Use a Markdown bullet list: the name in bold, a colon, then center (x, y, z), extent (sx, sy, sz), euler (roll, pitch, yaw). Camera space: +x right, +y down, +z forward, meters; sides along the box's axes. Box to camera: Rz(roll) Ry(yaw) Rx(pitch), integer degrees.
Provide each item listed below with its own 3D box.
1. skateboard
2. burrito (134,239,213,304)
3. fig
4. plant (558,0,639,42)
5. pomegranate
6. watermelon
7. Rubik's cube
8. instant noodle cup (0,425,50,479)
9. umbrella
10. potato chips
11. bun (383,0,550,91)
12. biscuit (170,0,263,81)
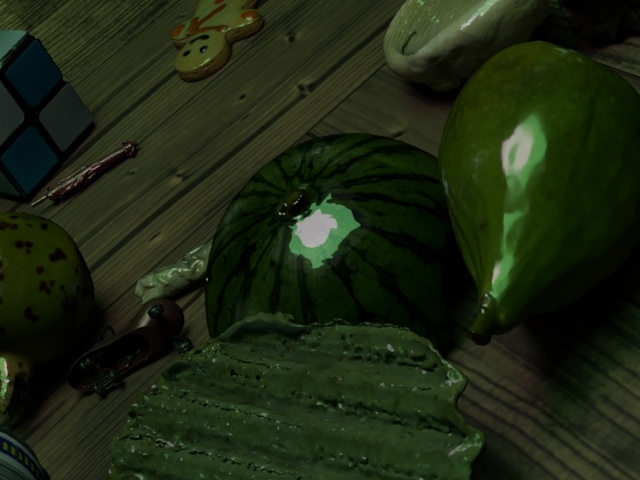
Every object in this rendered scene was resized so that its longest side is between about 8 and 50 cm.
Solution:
- **skateboard**: center (-0.223, 0.117, 1.732), extent (0.151, 0.067, 0.080), euler (-31, 27, 8)
- **burrito**: center (-0.137, 0.022, 1.788), extent (0.185, 0.041, 0.045), euler (-29, 38, 5)
- **fig**: center (0.193, -0.032, 1.474), extent (0.233, 0.233, 0.314), euler (21, 71, 47)
- **plant**: center (0.330, -0.333, 1.785), extent (0.129, 0.132, 0.194), euler (-17, 43, 15)
- **pomegranate**: center (-0.364, 0.089, 1.778), extent (0.198, 0.246, 0.198), euler (3, 6, 0)
- **watermelon**: center (0.000, 0.000, 1.603), extent (0.330, 0.189, 0.331), euler (-17, 36, 13)
- **Rubik's cube**: center (-0.457, -0.180, 2.134), extent (0.180, 0.183, 0.167), euler (14, 57, 41)
- **instant noodle cup**: center (-0.360, 0.331, 1.429), extent (0.284, 0.284, 0.312), euler (-26, 29, 8)
- **umbrella**: center (-0.318, -0.088, 2.059), extent (0.165, 0.025, 0.027), euler (-31, 17, -3)
- **potato chips**: center (-0.049, 0.233, 1.398), extent (0.429, 0.070, 0.358), euler (5, 66, 37)
- **bun**: center (0.187, -0.263, 1.822), extent (0.237, 0.116, 0.210), euler (-7, 44, 52)
- **biscuit**: center (-0.147, -0.315, 2.193), extent (0.153, 0.030, 0.234), euler (-7, 43, 33)
